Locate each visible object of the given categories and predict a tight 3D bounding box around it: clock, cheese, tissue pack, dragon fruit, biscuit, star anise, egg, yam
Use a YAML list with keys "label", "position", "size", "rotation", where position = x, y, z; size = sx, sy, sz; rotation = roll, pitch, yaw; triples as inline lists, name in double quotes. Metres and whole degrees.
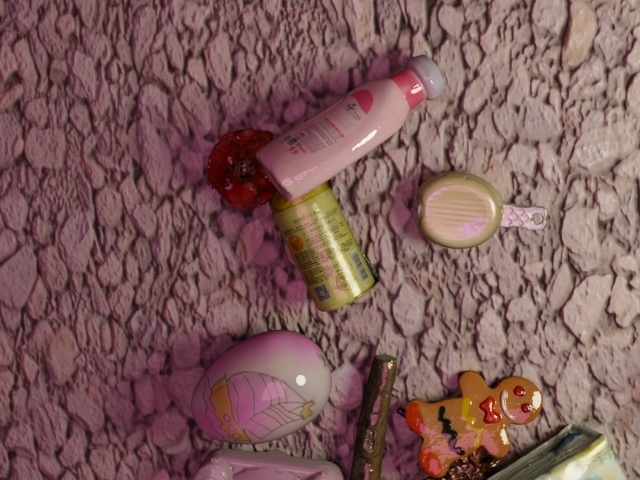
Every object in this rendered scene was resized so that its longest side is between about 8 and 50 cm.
- label: "clock"
  position: [-0.100, 0.565, 1.793]
  size: [0.296, 0.113, 0.322]
  rotation: [5, 103, 8]
- label: "cheese"
  position: [0.281, -0.049, 1.636]
  size: [0.227, 0.064, 0.137]
  rotation: [6, 105, 9]
- label: "tissue pack"
  position: [0.443, 0.562, 1.644]
  size: [0.287, 0.162, 0.388]
  rotation: [-30, 97, -8]
- label: "dragon fruit"
  position: [-0.145, -0.124, 1.669]
  size: [0.153, 0.111, 0.153]
  rotation: [1, 98, 11]
- label: "biscuit"
  position: [0.281, 0.318, 1.693]
  size: [0.250, 0.036, 0.165]
  rotation: [-21, 78, 3]
- label: "star anise"
  position: [0.234, 0.423, 1.734]
  size: [0.234, 0.073, 0.177]
  rotation: [14, 94, 14]
- label: "egg"
  position: [-0.110, 0.269, 1.694]
  size: [0.271, 0.196, 0.196]
  rotation: [-22, 97, 6]
- label: "yam"
  position: [0.097, 0.346, 1.737]
  size: [0.061, 0.061, 0.274]
  rotation: [10, 98, 7]

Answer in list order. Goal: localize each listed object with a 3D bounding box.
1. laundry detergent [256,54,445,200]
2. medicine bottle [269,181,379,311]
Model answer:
- label: "laundry detergent"
  position: [0.056, -0.197, 1.587]
  size: [0.335, 0.159, 0.088]
  rotation: [-34, 127, -6]
- label: "medicine bottle"
  position: [0.000, 0.000, 1.665]
  size: [0.124, 0.124, 0.238]
  rotation: [-25, 95, 13]
